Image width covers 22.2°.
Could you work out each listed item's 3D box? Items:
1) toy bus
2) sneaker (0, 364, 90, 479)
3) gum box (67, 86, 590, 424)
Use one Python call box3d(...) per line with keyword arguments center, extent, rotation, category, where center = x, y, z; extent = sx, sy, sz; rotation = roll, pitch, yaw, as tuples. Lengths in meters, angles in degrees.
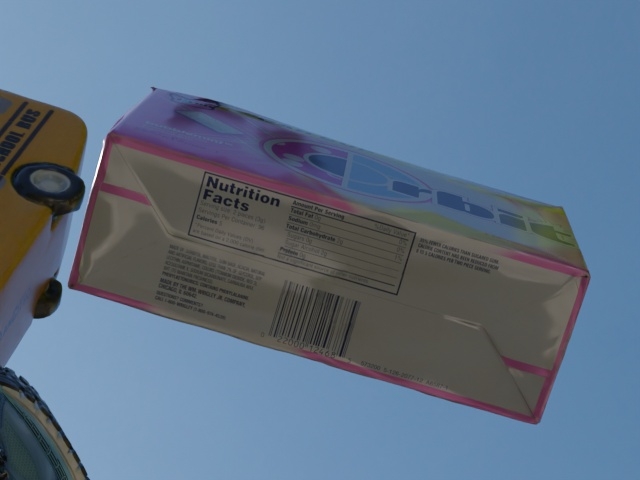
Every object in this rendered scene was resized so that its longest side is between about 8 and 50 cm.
box3d(center=(-0.248, 0.020, 1.088), extent=(0.130, 0.332, 0.108), rotation=(19, -57, 1), category="toy bus")
box3d(center=(-0.160, 0.144, 0.881), extent=(0.073, 0.063, 0.162), rotation=(-24, -72, -14), category="sneaker")
box3d(center=(0.000, 0.000, 0.624), extent=(0.188, 0.107, 0.062), rotation=(17, -76, -1), category="gum box")
